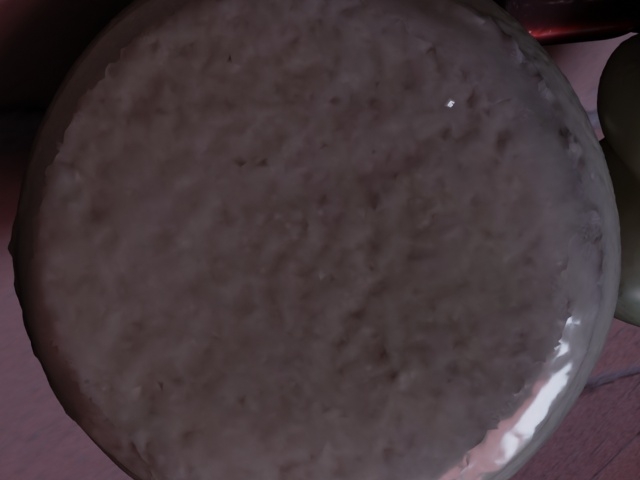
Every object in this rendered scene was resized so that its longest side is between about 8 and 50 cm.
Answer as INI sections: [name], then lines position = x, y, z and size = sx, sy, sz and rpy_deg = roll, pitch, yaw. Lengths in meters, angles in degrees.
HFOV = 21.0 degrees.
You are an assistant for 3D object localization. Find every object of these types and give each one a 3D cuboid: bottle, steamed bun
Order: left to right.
[steamed bun]
position = 0.000, 0.000, 0.832
size = 0.283, 0.283, 0.177
rpy_deg = -36, -179, 4
[bottle]
position = 0.140, -0.142, 0.988
size = 0.164, 0.060, 0.060
rpy_deg = -10, 146, -42

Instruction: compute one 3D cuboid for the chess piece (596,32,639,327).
[chess piece]
position = 0.231, -0.093, 0.950
size = 0.182, 0.182, 0.330
rpy_deg = -13, 132, -39
